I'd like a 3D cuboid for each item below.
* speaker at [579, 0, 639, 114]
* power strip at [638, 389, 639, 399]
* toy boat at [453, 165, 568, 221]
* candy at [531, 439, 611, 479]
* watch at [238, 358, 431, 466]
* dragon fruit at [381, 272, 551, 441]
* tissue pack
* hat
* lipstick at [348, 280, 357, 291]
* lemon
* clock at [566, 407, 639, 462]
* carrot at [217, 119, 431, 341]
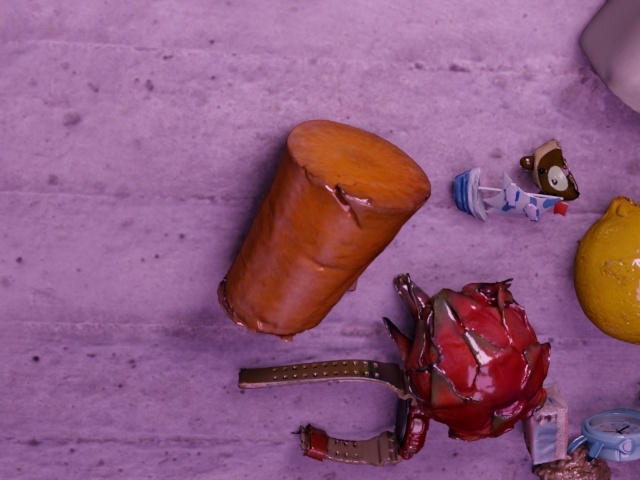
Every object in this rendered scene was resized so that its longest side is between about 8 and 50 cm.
[{"bbox_3d":[0.522,-0.193,1.596,0.406,0.183,0.184,29,118,-25],"label":"speaker"},{"bbox_3d":[0.660,0.199,1.936,0.385,0.062,0.091,-10,120,-6],"label":"power strip"},{"bbox_3d":[0.241,-0.052,1.688,0.149,0.034,0.105,16,148,-3],"label":"toy boat"},{"bbox_3d":[0.383,0.362,1.977,0.110,0.085,0.095,-37,131,-1],"label":"candy"},{"bbox_3d":[0.022,0.242,1.825,0.268,0.102,0.165,-1,124,-1],"label":"watch"},{"bbox_3d":[0.199,0.152,1.740,0.192,0.193,0.274,-30,113,15],"label":"dragon fruit"},{"bbox_3d":[0.330,0.269,1.905,0.058,0.074,0.094,-7,120,-4],"label":"tissue pack"},{"bbox_3d":[0.297,-0.085,1.676,0.059,0.076,0.077,-22,129,17],"label":"hat"},{"bbox_3d":[0.046,0.025,1.726,0.019,0.019,0.094,2,120,-13],"label":"lipstick"},{"bbox_3d":[0.421,0.041,1.725,0.173,0.173,0.206,-17,100,0],"label":"lemon"},{"bbox_3d":[0.430,0.288,1.898,0.147,0.108,0.045,-10,105,-29],"label":"clock"},{"bbox_3d":[0.000,0.000,1.606,0.196,0.196,0.254,15,122,-20],"label":"carrot"}]
